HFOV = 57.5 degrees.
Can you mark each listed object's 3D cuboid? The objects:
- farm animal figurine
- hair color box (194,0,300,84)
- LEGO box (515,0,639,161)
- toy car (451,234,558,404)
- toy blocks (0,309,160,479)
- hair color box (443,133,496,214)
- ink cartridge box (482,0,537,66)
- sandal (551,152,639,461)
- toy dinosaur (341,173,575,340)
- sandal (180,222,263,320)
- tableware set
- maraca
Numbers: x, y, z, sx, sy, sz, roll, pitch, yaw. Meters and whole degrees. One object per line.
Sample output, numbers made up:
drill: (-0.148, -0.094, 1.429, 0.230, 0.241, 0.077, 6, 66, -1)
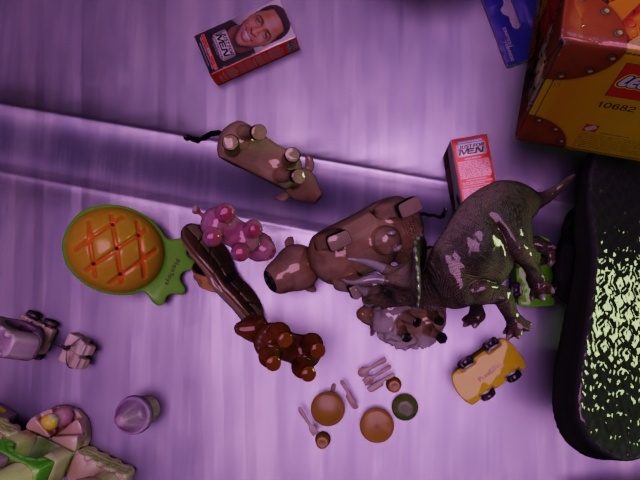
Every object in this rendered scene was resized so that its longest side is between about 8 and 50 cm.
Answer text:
farm animal figurine: (0.000, 0.000, 0.781, 0.327, 0.172, 0.330, -7, 97, -13)
hair color box: (-0.111, -0.300, 0.885, 0.141, 0.043, 0.072, -23, 81, 2)
LEGO box: (0.507, -0.270, 0.643, 0.500, 0.193, 0.372, 11, 72, 7)
toy car: (0.293, 0.106, 0.795, 0.239, 0.053, 0.225, -2, 83, 5)
toy blocks: (-0.399, 0.282, 0.745, 0.288, 0.260, 0.309, 23, 87, 8)
hair color box: (0.210, -0.050, 0.800, 0.053, 0.093, 0.167, -8, 83, 5)
ink cartridge box: (0.421, -0.393, 0.833, 0.371, 0.069, 0.175, -18, 82, 6)
sandal: (0.354, 0.043, 0.737, 0.167, 0.107, 0.446, 29, 67, -15)
toy dinosaur: (0.197, 0.007, 0.677, 0.313, 0.121, 0.160, -40, 109, -3)
sandal: (-0.151, 0.054, 0.847, 0.049, 0.072, 0.180, -38, 85, 23)
tableware set: (0.054, 0.241, 0.823, 0.154, 0.024, 0.104, -32, 85, 1)
maraca: (-0.275, 0.021, 0.845, 0.186, 0.099, 0.127, 24, 83, -17)
